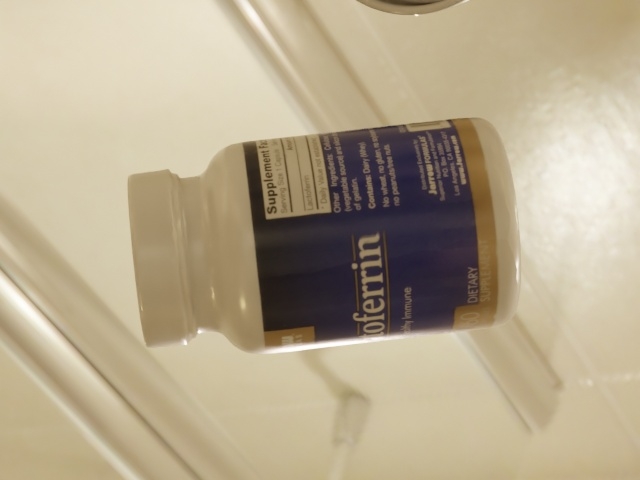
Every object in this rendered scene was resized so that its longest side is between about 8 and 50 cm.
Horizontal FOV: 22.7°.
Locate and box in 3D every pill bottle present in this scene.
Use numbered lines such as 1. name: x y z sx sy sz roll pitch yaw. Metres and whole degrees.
1. pill bottle: 0.000 0.000 1.133 0.264 0.153 0.153 -7 -141 -3

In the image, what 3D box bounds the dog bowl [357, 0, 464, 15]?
1. dog bowl: 0.118 -0.405 1.912 0.265 0.265 0.104 -21 -177 20
